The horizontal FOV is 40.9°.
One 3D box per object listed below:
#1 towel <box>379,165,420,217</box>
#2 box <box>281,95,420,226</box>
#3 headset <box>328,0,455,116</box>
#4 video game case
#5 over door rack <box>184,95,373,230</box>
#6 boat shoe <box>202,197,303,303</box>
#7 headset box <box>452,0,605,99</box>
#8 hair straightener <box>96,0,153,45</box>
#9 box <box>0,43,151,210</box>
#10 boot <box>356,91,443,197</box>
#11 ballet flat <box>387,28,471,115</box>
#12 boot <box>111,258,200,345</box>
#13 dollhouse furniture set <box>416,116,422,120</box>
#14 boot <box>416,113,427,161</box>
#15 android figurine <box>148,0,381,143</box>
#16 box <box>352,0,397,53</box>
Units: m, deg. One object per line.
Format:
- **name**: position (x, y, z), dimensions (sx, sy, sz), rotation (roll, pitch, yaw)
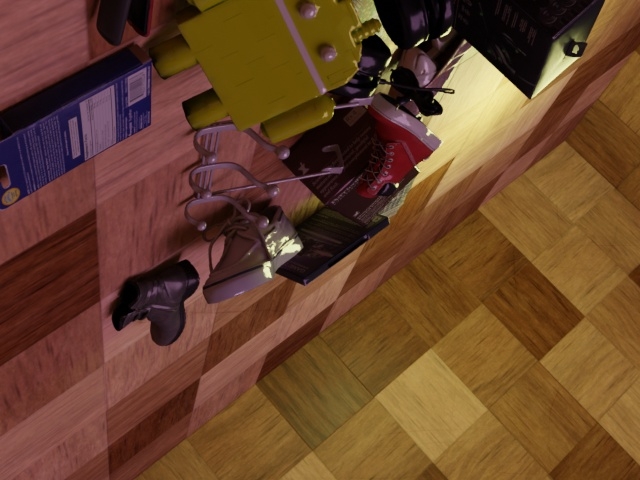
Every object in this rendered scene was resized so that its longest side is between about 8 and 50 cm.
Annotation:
- **towel**: position (0.145, -0.073, 2.411), dimensions (0.324, 0.056, 0.312), rotation (-39, 166, -20)
- **box**: position (0.078, -0.157, 1.802), dimensions (0.191, 0.143, 0.381), rotation (-45, 164, 7)
- **headset**: position (0.067, -0.305, 1.189), dimensions (0.243, 0.185, 0.394), rotation (-38, 134, 9)
- **video game case**: position (0.000, 0.000, 2.000), dimensions (0.274, 0.196, 0.026), rotation (-36, 125, -28)
- **over door rack**: position (-0.062, -0.133, 1.436), dimensions (0.324, 0.108, 0.239), rotation (-23, 160, -23)
- **boat shoe**: position (-0.143, -0.002, 1.656), dimensions (0.136, 0.156, 0.367), rotation (-19, -170, 25)
- **headset box**: position (0.334, -0.406, 1.462), dimensions (0.131, 0.283, 0.246), rotation (-41, 165, -6)
- **hair straightener**: position (-0.196, -0.284, 0.845), dimensions (0.089, 0.047, 0.230), rotation (-33, 163, -37)
- **box**: position (-0.301, -0.134, 1.023), dimensions (0.225, 0.036, 0.136), rotation (-37, 165, -27)
- **boot**: position (0.111, -0.157, 1.532), dimensions (0.176, 0.088, 0.244), rotation (-46, 153, 10)
- **ballet flat**: position (0.221, -0.374, 1.670), dimensions (0.316, 0.107, 0.106), rotation (-51, 149, 8)
- **boot**: position (-0.342, 0.139, 1.680), dimensions (0.161, 0.083, 0.246), rotation (-22, 150, -39)
- **dollhouse furniture set**: position (0.180, -0.311, 1.894), dimensions (0.114, 0.091, 0.081), rotation (-60, 139, -45)
- **boot**: position (0.235, -0.254, 2.048), dimensions (0.069, 0.086, 0.190), rotation (-42, 166, -3)
- **android figurine**: position (-0.062, -0.237, 1.054), dimensions (0.273, 0.056, 0.248), rotation (-21, 128, 8)
- **box**: position (0.078, -0.363, 1.348), dimensions (0.201, 0.057, 0.293), rotation (-47, 165, 13)
